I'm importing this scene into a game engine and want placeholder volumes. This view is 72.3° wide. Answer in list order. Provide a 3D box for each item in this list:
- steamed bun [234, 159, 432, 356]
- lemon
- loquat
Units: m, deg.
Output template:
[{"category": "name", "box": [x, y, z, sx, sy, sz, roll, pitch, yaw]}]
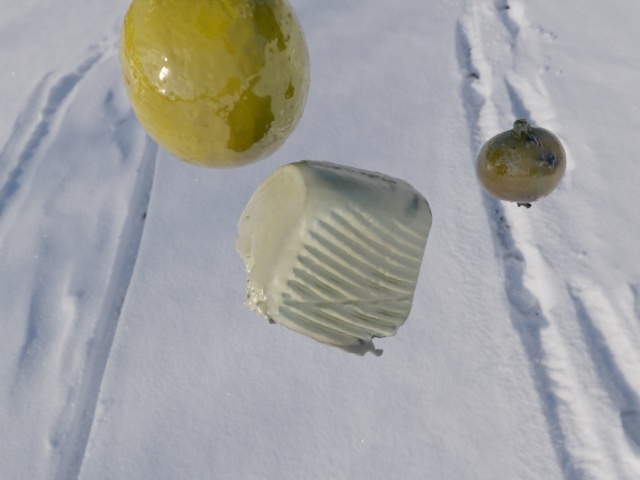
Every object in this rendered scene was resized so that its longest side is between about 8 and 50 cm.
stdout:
[{"category": "steamed bun", "box": [0.000, 0.000, 0.707, 0.272, 0.290, 0.274, 30, 103, 47]}, {"category": "lemon", "box": [-0.177, -0.297, 0.763, 0.347, 0.348, 0.348, -5, 54, 7]}, {"category": "loquat", "box": [0.409, -0.160, 0.899, 0.172, 0.205, 0.150, 7, 54, 23]}]
